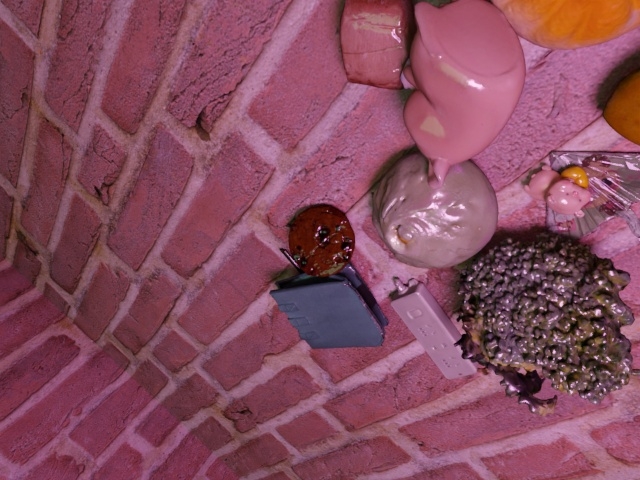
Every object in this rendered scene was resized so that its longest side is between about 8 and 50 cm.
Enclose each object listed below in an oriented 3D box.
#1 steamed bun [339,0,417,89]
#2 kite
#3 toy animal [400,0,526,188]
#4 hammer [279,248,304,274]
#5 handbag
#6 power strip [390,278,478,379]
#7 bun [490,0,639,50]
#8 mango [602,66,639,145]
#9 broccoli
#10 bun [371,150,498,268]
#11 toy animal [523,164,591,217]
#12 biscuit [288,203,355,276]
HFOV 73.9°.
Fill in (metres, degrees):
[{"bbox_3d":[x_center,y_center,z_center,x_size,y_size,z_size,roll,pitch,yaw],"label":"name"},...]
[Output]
[{"bbox_3d":[0.118,-0.383,0.819,0.144,0.106,0.175,11,138,16],"label":"steamed bun"},{"bbox_3d":[0.546,-0.082,0.826,0.268,0.013,0.323,41,132,2],"label":"kite"},{"bbox_3d":[0.229,-0.255,0.744,0.213,0.195,0.256,48,163,17],"label":"toy animal"},{"bbox_3d":[-0.057,0.087,1.266,0.178,0.021,0.065,51,129,-4],"label":"hammer"},{"bbox_3d":[0.030,0.190,1.215,0.274,0.100,0.269,-17,121,33],"label":"handbag"},{"bbox_3d":[0.300,0.236,1.134,0.098,0.058,0.338,-30,101,39],"label":"power strip"},{"bbox_3d":[0.383,-0.423,0.602,0.299,0.165,0.299,15,126,22],"label":"bun"},{"bbox_3d":[0.591,-0.222,0.601,0.211,0.173,0.317,44,150,-19],"label":"mango"},{"bbox_3d":[0.438,0.163,0.856,0.334,0.324,0.272,-14,127,42],"label":"broccoli"},{"bbox_3d":[0.232,-0.049,0.913,0.283,0.179,0.283,12,122,20],"label":"bun"},{"bbox_3d":[0.457,-0.096,0.808,0.114,0.082,0.091,32,130,11],"label":"toy animal"},{"bbox_3d":[0.000,0.000,1.105,0.192,0.049,0.192,-4,80,26],"label":"biscuit"}]
